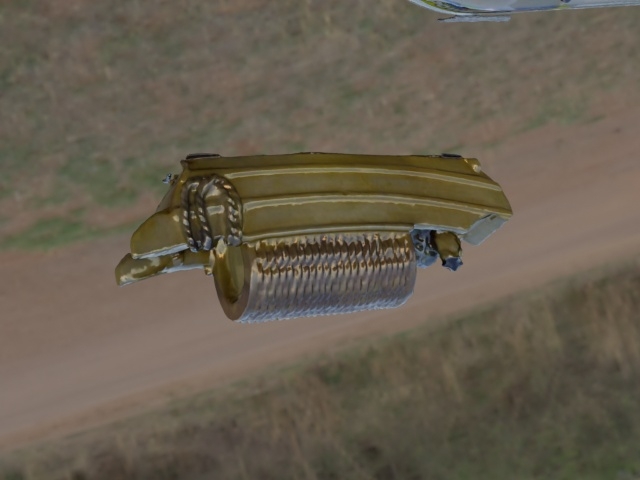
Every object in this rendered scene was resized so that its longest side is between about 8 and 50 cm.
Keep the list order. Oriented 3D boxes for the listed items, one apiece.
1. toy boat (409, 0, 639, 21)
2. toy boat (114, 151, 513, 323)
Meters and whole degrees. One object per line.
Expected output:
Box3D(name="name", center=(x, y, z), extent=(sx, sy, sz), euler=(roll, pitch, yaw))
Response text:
Box3D(name="toy boat", center=(0.132, -0.178, 0.710), extent=(0.141, 0.141, 0.269), euler=(-25, 174, 41))
Box3D(name="toy boat", center=(0.000, 0.000, 1.045), extent=(0.310, 0.115, 0.089), euler=(-1, 160, -26))
